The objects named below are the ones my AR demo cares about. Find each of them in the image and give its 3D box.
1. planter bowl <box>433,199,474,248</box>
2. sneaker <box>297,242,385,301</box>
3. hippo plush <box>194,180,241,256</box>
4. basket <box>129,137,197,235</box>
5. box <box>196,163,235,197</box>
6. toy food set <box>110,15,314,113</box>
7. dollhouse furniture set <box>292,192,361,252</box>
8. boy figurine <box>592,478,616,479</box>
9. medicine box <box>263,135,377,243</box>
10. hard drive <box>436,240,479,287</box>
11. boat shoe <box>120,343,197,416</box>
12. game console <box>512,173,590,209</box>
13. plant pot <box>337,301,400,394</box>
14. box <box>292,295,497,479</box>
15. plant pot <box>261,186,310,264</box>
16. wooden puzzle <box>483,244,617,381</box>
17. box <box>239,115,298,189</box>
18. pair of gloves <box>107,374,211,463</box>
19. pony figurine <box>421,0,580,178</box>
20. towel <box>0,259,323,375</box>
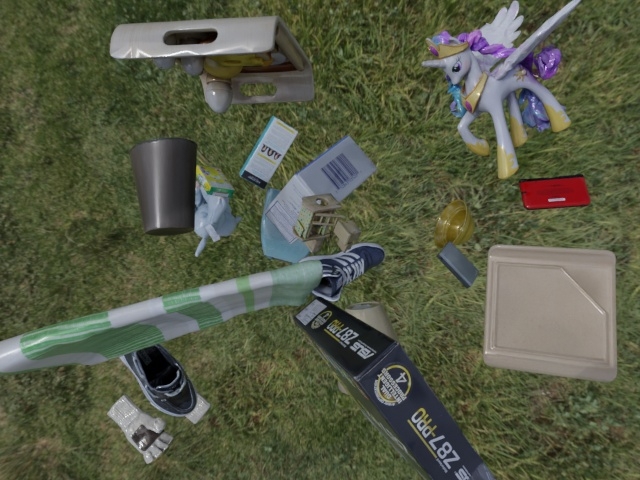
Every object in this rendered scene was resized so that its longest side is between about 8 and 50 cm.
[{"bbox_3d":[0.566,-0.051,1.761,0.090,0.217,0.217,21,87,-13],"label":"planter bowl"},{"bbox_3d":[0.079,0.092,1.261,0.282,0.153,0.099,-12,115,-12],"label":"sneaker"},{"bbox_3d":[-0.424,-0.110,1.790,0.234,0.236,0.294,-36,72,18],"label":"hippo plush"},{"bbox_3d":[-0.411,-0.134,1.147,0.204,0.154,0.227,-12,82,31],"label":"basket"},{"bbox_3d":[-0.414,-0.235,1.653,0.179,0.105,0.043,54,125,36],"label":"box"},{"bbox_3d":[-0.142,-0.264,0.685,0.220,0.306,0.092,1,98,9],"label":"toy food set"},{"bbox_3d":[0.000,0.000,1.126,0.101,0.182,0.161,-11,49,-33],"label":"dollhouse furniture set"},{"bbox_3d":[0.318,0.291,0.367,0.285,0.092,0.177,29,49,-17],"label":"boy figurine"},{"bbox_3d":[-0.007,-0.158,1.383,0.149,0.289,0.263,49,57,-3],"label":"medicine box"},{"bbox_3d":[0.427,0.074,1.330,0.135,0.022,0.094,47,43,5],"label":"hard drive"},{"bbox_3d":[-0.380,0.340,1.056,0.108,0.102,0.301,-43,126,-35],"label":"boat shoe"},{"bbox_3d":[0.561,-0.115,1.053,0.144,0.085,0.124,-4,62,13],"label":"game console"},{"bbox_3d":[0.168,0.361,1.496,0.256,0.256,0.274,-8,93,0],"label":"plant pot"},{"bbox_3d":[0.111,0.283,0.828,0.097,0.395,0.318,-40,104,-12],"label":"box"},{"bbox_3d":[-0.120,-0.037,1.698,0.247,0.248,0.252,16,83,-2],"label":"plant pot"},{"bbox_3d":[0.432,0.132,0.816,0.221,0.044,0.238,3,82,19],"label":"wooden puzzle"},{"bbox_3d":[-0.188,-0.316,1.547,0.100,0.060,0.244,29,102,-23],"label":"box"},{"bbox_3d":[-0.465,0.487,1.235,0.240,0.042,0.204,-41,86,-8],"label":"pair of gloves"},{"bbox_3d":[0.434,-0.384,0.996,0.351,0.303,0.363,-39,111,-5],"label":"pony figurine"},{"bbox_3d":[-0.166,0.095,0.509,0.325,0.248,0.038,-13,78,-10],"label":"towel"}]
